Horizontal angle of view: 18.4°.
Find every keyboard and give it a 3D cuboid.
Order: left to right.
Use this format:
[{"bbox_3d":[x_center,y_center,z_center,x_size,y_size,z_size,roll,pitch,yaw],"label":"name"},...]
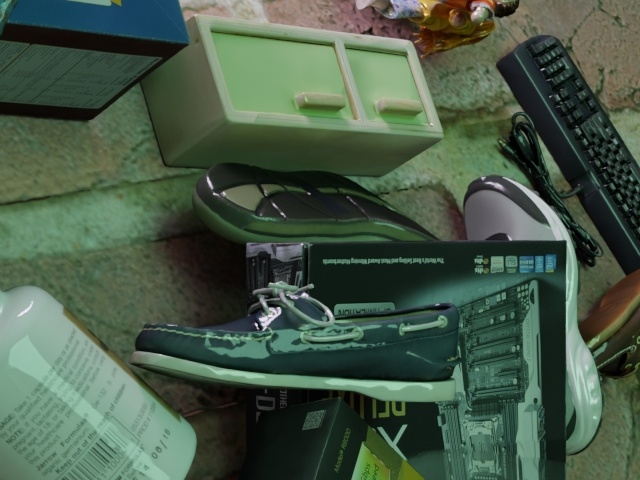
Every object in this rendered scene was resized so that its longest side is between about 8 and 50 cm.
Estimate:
[{"bbox_3d":[0.282,-0.063,2.041,0.317,0.033,0.201,57,40,-1],"label":"keyboard"}]

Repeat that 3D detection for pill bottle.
[{"bbox_3d":[-0.206,0.105,1.346,0.229,0.131,0.131,45,41,-17],"label":"pill bottle"}]

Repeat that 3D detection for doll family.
[{"bbox_3d":[0.094,-0.268,1.934,0.163,0.118,0.263,12,40,-34],"label":"doll family"}]

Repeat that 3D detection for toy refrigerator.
[{"bbox_3d":[-0.019,-0.124,1.715,0.269,0.094,0.102,2,65,-46],"label":"toy refrigerator"}]

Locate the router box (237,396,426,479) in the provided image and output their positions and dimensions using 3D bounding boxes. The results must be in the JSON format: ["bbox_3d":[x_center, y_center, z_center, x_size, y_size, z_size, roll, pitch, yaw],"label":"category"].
[{"bbox_3d":[0.015,0.305,1.386,0.243,0.081,0.309,45,47,-33],"label":"router box"}]

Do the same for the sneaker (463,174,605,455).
[{"bbox_3d":[0.178,0.063,1.802,0.108,0.100,0.272,5,63,-38],"label":"sneaker"}]

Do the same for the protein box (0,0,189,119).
[{"bbox_3d":[-0.237,-0.214,1.512,0.201,0.136,0.200,2,65,-45],"label":"protein box"}]

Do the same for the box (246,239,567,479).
[{"bbox_3d":[0.074,0.120,1.595,0.307,0.076,0.242,0,90,-43],"label":"box"}]

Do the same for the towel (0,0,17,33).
[{"bbox_3d":[-0.357,-0.291,1.372,0.370,0.040,0.271,24,64,-8],"label":"towel"}]

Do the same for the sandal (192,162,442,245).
[{"bbox_3d":[-0.002,-0.001,1.664,0.302,0.086,0.120,8,22,-46],"label":"sandal"}]

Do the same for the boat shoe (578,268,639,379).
[{"bbox_3d":[0.290,0.096,1.912,0.207,0.073,0.073,-35,100,-44],"label":"boat shoe"}]

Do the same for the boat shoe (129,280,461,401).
[{"bbox_3d":[-0.012,0.070,1.412,0.254,0.095,0.079,6,90,-21],"label":"boat shoe"}]
